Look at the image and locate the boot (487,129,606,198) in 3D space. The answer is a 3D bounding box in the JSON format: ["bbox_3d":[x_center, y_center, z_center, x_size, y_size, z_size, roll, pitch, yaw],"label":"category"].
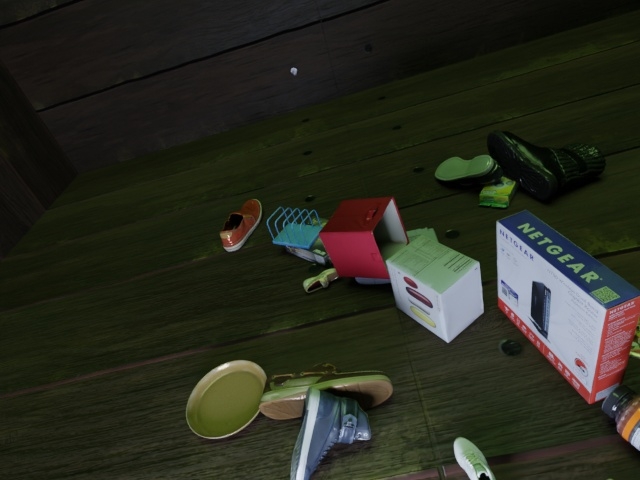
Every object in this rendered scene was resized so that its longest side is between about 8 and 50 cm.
[{"bbox_3d":[0.805,-0.311,1.560,0.260,0.131,0.348,-26,59,-12],"label":"boot"}]

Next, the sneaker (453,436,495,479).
[{"bbox_3d":[0.317,0.457,0.863,0.053,0.061,0.152,-24,34,-3],"label":"sneaker"}]

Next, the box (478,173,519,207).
[{"bbox_3d":[0.658,-0.185,1.587,0.105,0.043,0.179,10,46,35],"label":"box"}]

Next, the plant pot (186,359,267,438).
[{"bbox_3d":[-0.252,0.436,1.182,0.236,0.033,0.236,-12,35,9],"label":"plant pot"}]

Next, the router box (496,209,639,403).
[{"bbox_3d":[0.536,0.139,0.981,0.082,0.301,0.336,-21,34,-4],"label":"router box"}]

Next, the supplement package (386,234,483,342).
[{"bbox_3d":[0.315,0.129,1.189,0.149,0.194,0.203,-34,37,-19],"label":"supplement package"}]

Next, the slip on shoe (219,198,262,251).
[{"bbox_3d":[-0.344,-0.090,1.877,0.122,0.101,0.331,-5,36,22],"label":"slip on shoe"}]

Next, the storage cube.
[{"bbox_3d":[0.142,-0.006,1.359,0.193,0.215,0.184,0,40,35],"label":"storage cube"}]

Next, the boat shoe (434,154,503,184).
[{"bbox_3d":[0.571,-0.262,1.678,0.115,0.091,0.302,-62,24,-2],"label":"boat shoe"}]

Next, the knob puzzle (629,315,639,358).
[{"bbox_3d":[0.744,0.203,1.032,0.212,0.030,0.213,-12,36,9],"label":"knob puzzle"}]

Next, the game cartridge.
[{"bbox_3d":[0.254,0.055,1.443,0.293,0.060,0.196,-13,32,9],"label":"game cartridge"}]

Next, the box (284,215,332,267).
[{"bbox_3d":[0.000,0.000,1.631,0.230,0.056,0.183,20,51,42],"label":"box"}]

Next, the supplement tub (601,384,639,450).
[{"bbox_3d":[0.641,0.362,0.801,0.106,0.106,0.198,-28,36,-13],"label":"supplement tub"}]

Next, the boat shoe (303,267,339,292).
[{"bbox_3d":[0.008,0.139,1.452,0.135,0.050,0.045,-26,38,7],"label":"boat shoe"}]

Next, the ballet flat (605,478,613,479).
[{"bbox_3d":[0.568,0.472,0.733,0.052,0.057,0.168,-28,35,-30],"label":"ballet flat"}]

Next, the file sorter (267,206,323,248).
[{"bbox_3d":[-0.097,-0.054,1.610,0.170,0.105,0.118,8,44,34],"label":"file sorter"}]

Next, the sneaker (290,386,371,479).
[{"bbox_3d":[0.026,0.463,0.967,0.163,0.086,0.227,16,78,-9],"label":"sneaker"}]

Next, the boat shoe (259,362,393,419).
[{"bbox_3d":[0.010,0.361,1.091,0.341,0.123,0.123,-16,36,15],"label":"boat shoe"}]
